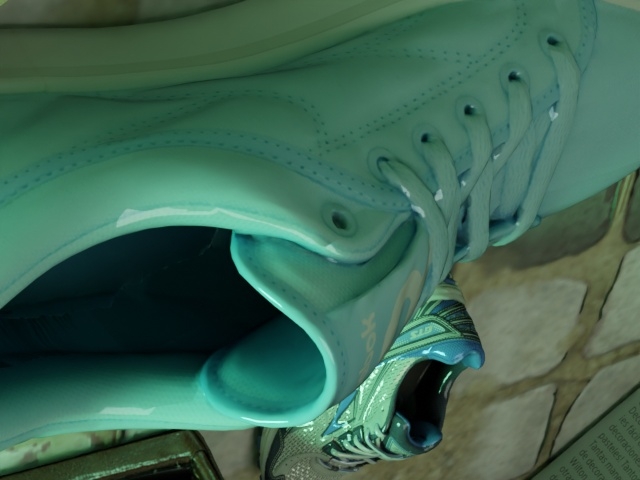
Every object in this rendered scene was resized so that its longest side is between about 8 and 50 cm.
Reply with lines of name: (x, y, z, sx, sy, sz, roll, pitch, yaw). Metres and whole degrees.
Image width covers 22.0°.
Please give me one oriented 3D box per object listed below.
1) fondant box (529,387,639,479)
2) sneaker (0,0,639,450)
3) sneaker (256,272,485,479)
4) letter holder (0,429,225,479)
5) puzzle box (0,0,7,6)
fondant box: (0.185, 0.222, 0.847, 0.330, 0.238, 0.096, -42, 140, 9)
sneaker: (0.000, 0.000, 0.550, 0.366, 0.150, 0.135, -15, 139, -24)
sneaker: (0.022, 0.077, 0.721, 0.052, 0.058, 0.135, 13, 122, -44)
letter holder: (-0.097, 0.271, 0.710, 0.152, 0.214, 0.302, -13, 137, -26)
puzzle box: (-0.268, -0.057, 0.373, 0.409, 0.052, 0.272, -37, 141, 3)
